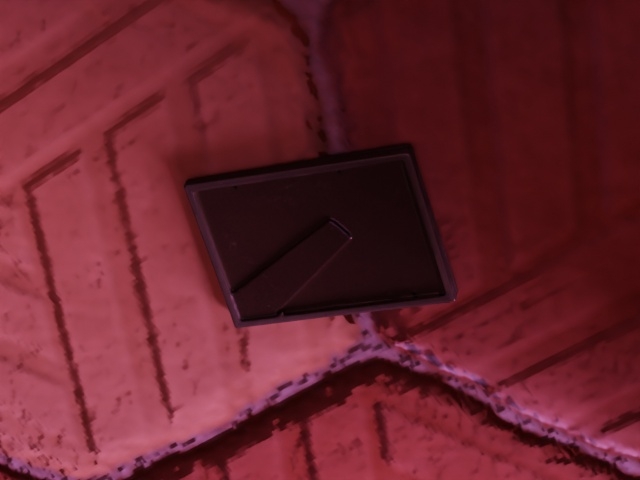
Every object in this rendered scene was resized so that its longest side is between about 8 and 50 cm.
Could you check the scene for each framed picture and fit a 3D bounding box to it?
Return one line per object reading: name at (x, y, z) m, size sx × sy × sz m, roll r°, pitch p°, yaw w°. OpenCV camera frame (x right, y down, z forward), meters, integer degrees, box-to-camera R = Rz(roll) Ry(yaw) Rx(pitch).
framed picture at (0.000, 0.000, 0.726) m, size 0.089 × 0.006 × 0.066 m, roll -9°, pitch 120°, yaw 20°
